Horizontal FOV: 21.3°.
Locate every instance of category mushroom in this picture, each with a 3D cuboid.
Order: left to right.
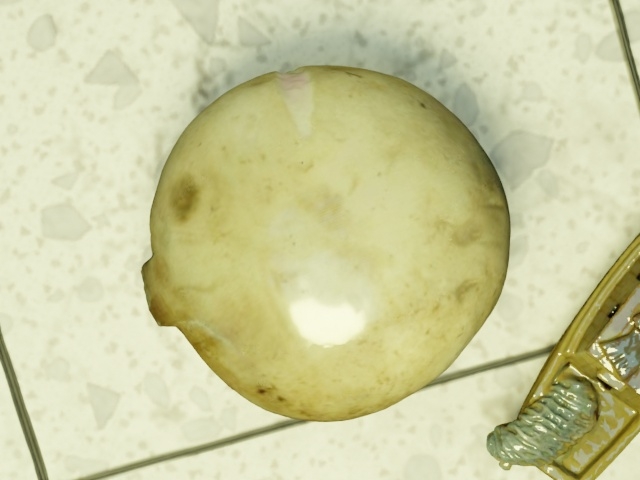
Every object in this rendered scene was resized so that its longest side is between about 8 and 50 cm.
[{"bbox_3d":[0.000,0.000,1.151,0.255,0.184,0.255,1,98,5],"label":"mushroom"}]

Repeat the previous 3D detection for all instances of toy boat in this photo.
[{"bbox_3d":[0.239,0.045,1.181,0.089,0.121,0.321,38,97,3],"label":"toy boat"}]
